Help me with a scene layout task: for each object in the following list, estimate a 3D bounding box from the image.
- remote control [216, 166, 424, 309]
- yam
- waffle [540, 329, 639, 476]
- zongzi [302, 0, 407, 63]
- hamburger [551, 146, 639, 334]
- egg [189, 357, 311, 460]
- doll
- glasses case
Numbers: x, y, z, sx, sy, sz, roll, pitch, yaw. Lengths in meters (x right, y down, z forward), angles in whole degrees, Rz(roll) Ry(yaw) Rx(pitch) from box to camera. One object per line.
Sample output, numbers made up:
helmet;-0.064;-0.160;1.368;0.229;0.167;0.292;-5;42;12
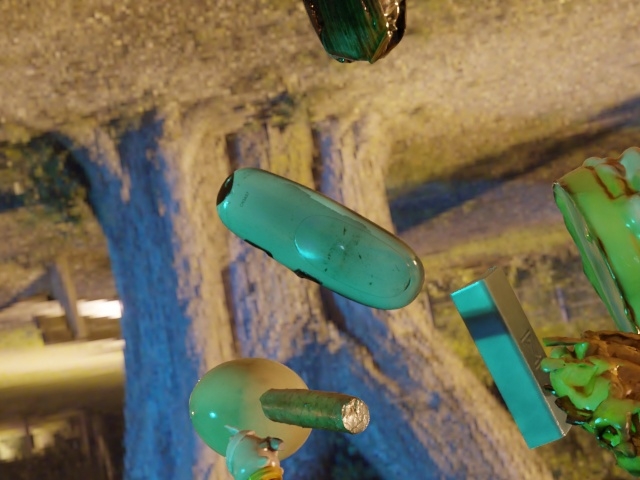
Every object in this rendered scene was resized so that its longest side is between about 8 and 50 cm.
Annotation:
remote control;-0.001;0.000;1.288;0.256;0.097;0.045;26;-179;2
yam;-0.013;0.214;1.435;0.057;0.057;0.241;-7;180;-27
waffle;0.383;0.182;0.986;0.382;0.095;0.379;32;-162;38
zongzi;0.063;-0.382;1.371;0.134;0.286;0.288;0;-150;38
hamburger;0.433;0.001;1.373;0.237;0.276;0.276;-24;171;5
egg;-0.119;0.295;1.976;0.186;0.186;0.241;-17;158;38
doll;-0.082;0.279;1.477;0.084;0.127;0.073;-44;141;11
glasses case;0.305;0.173;1.734;0.105;0.266;0.056;-28;-179;-37
